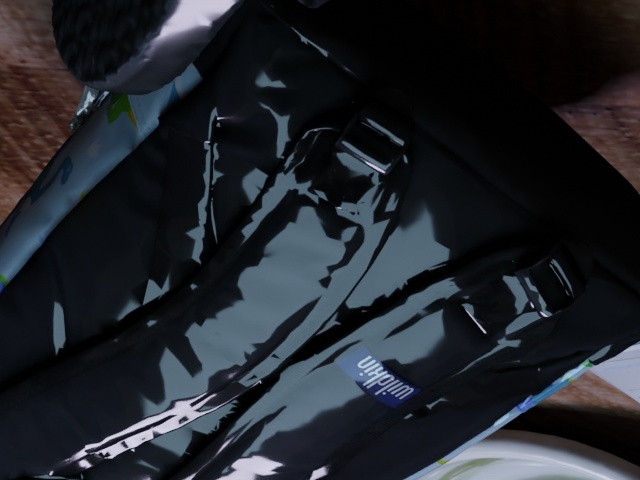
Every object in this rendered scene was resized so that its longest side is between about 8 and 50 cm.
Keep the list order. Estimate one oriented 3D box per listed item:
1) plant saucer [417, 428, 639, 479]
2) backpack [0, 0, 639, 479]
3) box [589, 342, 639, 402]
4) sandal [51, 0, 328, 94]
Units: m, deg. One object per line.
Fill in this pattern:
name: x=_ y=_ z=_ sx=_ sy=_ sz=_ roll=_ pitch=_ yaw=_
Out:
plant saucer: x=0.218 y=0.297 z=1.531 sx=0.400 sy=0.100 sz=0.400 roll=18 pitch=131 yaw=22
backpack: x=-0.040 y=0.028 z=0.988 sx=0.290 sy=0.273 sz=0.355 roll=33 pitch=112 yaw=-21
box: x=0.228 y=0.059 z=1.197 sx=0.145 sy=0.038 sz=0.186 roll=-13 pitch=144 yaw=45
sandal: x=0.013 y=-0.164 z=0.677 sx=0.107 sy=0.167 sz=0.446 roll=14 pitch=157 yaw=-25
